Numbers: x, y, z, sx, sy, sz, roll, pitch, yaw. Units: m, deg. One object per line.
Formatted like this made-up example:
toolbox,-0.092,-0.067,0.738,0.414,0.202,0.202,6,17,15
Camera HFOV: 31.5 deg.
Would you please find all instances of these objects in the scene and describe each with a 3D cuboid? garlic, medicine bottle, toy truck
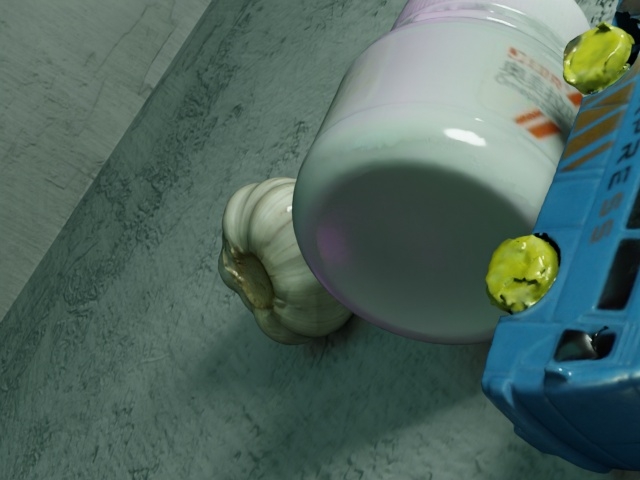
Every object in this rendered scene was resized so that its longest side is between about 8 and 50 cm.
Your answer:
garlic,0.000,0.000,1.315,0.226,0.199,0.199,-32,7,-34
medicine bottle,0.125,-0.087,1.006,0.241,0.241,0.302,-35,22,42
toy truck,0.248,-0.028,0.798,0.162,0.161,0.385,-2,57,52
